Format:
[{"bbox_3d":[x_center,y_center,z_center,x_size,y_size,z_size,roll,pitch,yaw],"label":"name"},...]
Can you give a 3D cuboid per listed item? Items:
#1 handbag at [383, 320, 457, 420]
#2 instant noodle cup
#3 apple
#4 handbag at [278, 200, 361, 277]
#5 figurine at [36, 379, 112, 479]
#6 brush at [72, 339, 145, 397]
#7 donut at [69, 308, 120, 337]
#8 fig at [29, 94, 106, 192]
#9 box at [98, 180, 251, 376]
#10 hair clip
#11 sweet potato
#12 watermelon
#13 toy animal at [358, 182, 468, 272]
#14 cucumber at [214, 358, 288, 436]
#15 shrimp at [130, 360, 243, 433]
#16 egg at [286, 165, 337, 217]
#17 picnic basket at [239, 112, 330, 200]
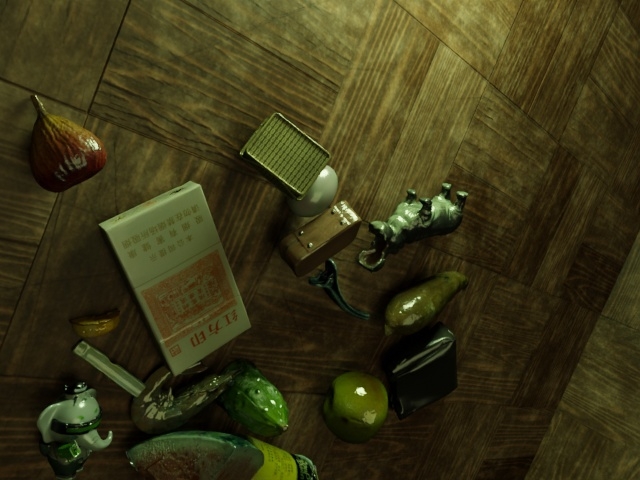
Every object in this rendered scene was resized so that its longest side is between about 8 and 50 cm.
[{"bbox_3d":[0.318,0.417,1.798,0.257,0.113,0.285,-30,133,-20],"label":"handbag"},{"bbox_3d":[-0.152,0.601,1.431,0.215,0.215,0.236,-51,126,-10],"label":"instant noodle cup"},{"bbox_3d":[0.094,0.459,1.578,0.156,0.196,0.196,21,95,-14],"label":"apple"},{"bbox_3d":[0.000,0.000,1.326,0.193,0.072,0.151,-36,163,-14],"label":"handbag"},{"bbox_3d":[-0.478,0.364,1.102,0.147,0.126,0.192,-29,127,-72],"label":"figurine"},{"bbox_3d":[-0.427,0.258,1.157,0.033,0.030,0.178,-44,121,-7],"label":"brush"},{"bbox_3d":[-0.432,0.161,1.107,0.083,0.067,0.038,-39,130,-64],"label":"donut"},{"bbox_3d":[-0.414,-0.157,0.924,0.119,0.119,0.153,-19,118,-33],"label":"fig"},{"bbox_3d":[-0.284,0.084,1.170,0.204,0.051,0.365,-32,124,-28],"label":"box"},{"bbox_3d":[0.058,0.153,1.515,0.083,0.048,0.275,-51,138,-13],"label":"hair clip"},{"bbox_3d":[0.327,0.170,1.695,0.422,0.130,0.131,-25,124,-40],"label":"sweet potato"},{"bbox_3d":[-0.255,0.516,1.230,0.213,0.261,0.201,45,38,-56],"label":"watermelon"},{"bbox_3d":[0.243,-0.048,1.537,0.343,0.106,0.168,-25,130,-23],"label":"toy animal"},{"bbox_3d":[-0.141,0.378,1.305,0.134,0.244,0.134,-11,110,-33],"label":"cucumber"},{"bbox_3d":[-0.304,0.323,1.266,0.254,0.059,0.145,-36,111,-14],"label":"shrimp"},{"bbox_3d":[-0.019,-0.113,1.283,0.135,0.103,0.103,-51,133,-15],"label":"egg"},{"bbox_3d":[-0.073,-0.173,1.182,0.164,0.079,0.115,38,81,-9],"label":"picnic basket"}]
